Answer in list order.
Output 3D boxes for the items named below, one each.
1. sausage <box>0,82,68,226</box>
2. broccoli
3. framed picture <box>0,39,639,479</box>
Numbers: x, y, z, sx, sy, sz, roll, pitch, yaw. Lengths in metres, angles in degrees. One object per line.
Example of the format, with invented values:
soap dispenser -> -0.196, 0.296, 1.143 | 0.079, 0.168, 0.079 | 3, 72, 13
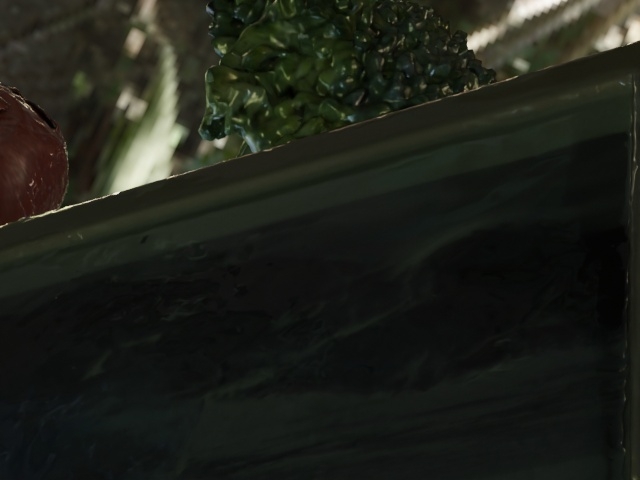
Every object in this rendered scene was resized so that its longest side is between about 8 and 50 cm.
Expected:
sausage -> -0.268, -0.025, 1.417 | 0.152, 0.152, 0.279 | 25, -155, 0
broccoli -> 0.018, -0.006, 1.052 | 0.235, 0.260, 0.288 | -6, 123, 37
framed picture -> -0.071, 0.079, 0.760 | 0.446, 0.326, 0.028 | -15, 127, 20
